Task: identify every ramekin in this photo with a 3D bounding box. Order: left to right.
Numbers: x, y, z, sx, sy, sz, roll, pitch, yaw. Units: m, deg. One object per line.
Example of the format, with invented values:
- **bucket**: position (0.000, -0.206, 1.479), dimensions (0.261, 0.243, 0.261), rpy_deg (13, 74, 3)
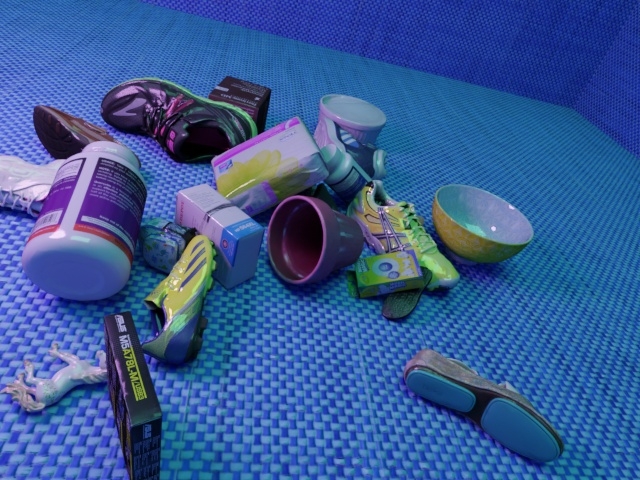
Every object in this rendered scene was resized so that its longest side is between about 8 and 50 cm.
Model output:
- **ramekin**: position (0.113, -0.456, 1.791), dimensions (0.272, 0.127, 0.273), rpy_deg (12, 37, -9)

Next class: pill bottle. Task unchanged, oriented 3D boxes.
- **pill bottle**: position (-0.457, -0.052, 0.928), dimensions (0.181, 0.182, 0.323), rpy_deg (7, 47, -15)
- **pill bottle**: position (0.068, -0.197, 1.371), dimensions (0.186, 0.112, 0.112), rpy_deg (41, 21, -36)

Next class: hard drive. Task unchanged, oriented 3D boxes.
- **hard drive**: position (0.023, -0.082, 1.269), dimensions (0.022, 0.135, 0.094), rpy_deg (-19, 28, 24)

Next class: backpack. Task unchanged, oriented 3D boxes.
- **backpack**: position (-0.341, 0.009, 1.001), dimensions (0.114, 0.105, 0.084), rpy_deg (22, 36, 8)

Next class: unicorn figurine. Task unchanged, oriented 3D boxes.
- **unicorn figurine**: position (-0.412, 0.216, 0.747), dimensions (0.111, 0.060, 0.162), rpy_deg (31, 54, 16)

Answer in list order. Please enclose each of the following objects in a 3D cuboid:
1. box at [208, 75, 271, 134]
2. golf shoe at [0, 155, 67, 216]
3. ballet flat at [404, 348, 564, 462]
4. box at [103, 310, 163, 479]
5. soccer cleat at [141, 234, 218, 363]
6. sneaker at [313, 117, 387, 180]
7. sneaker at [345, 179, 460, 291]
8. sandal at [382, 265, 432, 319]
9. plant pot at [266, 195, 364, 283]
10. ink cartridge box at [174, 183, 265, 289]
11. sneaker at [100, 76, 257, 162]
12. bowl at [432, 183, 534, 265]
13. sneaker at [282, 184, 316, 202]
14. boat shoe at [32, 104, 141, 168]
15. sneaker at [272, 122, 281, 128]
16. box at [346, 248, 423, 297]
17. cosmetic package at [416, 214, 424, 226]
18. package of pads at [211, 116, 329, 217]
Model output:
- **box**: position (-0.276, -0.426, 1.548), dimensions (0.168, 0.167, 0.203), rpy_deg (16, 36, -3)
- **golf shoe**: position (-0.656, -0.112, 1.023), dimensions (0.305, 0.115, 0.140), rpy_deg (-7, 46, -29)
- **ballet flat**: position (0.321, 0.304, 0.901), dimensions (0.315, 0.108, 0.106), rpy_deg (29, 30, 12)
- **box**: position (-0.273, 0.232, 0.662), dimensions (0.045, 0.191, 0.184), rpy_deg (-11, 44, -33)
- **soccer cleat**: position (-0.272, 0.095, 0.889), dimensions (0.121, 0.093, 0.289), rpy_deg (14, 48, -18)
- **sneaker**: position (0.114, -0.308, 1.615), dimensions (0.236, 0.130, 0.323), rpy_deg (13, 30, -24)
- **sneaker**: position (0.219, -0.015, 1.237), dimensions (0.145, 0.147, 0.384), rpy_deg (-20, 53, -43)
- **sandal**: position (0.215, 0.134, 1.114), dimensions (0.067, 0.040, 0.179), rpy_deg (31, 56, 25)
- **plant pot**: position (0.000, 0.000, 1.102), dimensions (0.180, 0.202, 0.201), rpy_deg (2, 36, -47)
- **ink cartridge box**: position (-0.234, -0.013, 1.038), dimensions (0.203, 0.148, 0.085), rpy_deg (38, 40, 24)
- **sneaker**: position (-0.434, -0.350, 1.371), dimensions (0.481, 0.186, 0.202), rpy_deg (12, 41, 1)
- **bowl**: position (0.442, -0.022, 1.334), dimensions (0.289, 0.156, 0.290), rpy_deg (12, 37, -9)
- **sneaker**: position (-0.058, -0.144, 1.309), dimensions (0.110, 0.121, 0.300), rpy_deg (4, 38, -18)
- **boat shoe**: position (-0.623, -0.255, 1.231), dimensions (0.323, 0.123, 0.120), rpy_deg (35, 33, 10)
- **sneaker**: position (-0.137, -0.371, 1.627), dimensions (0.063, 0.074, 0.170), rpy_deg (54, 21, 5)
- **box**: position (0.152, 0.081, 1.124), dimensions (0.179, 0.043, 0.105), rpy_deg (-13, 38, 5)
- **cosmetic package**: position (0.274, -0.035, 1.376), dimensions (0.060, 0.041, 0.115), rpy_deg (21, 36, 4)
- **package of pads**: position (-0.142, -0.196, 1.245), dimensions (0.296, 0.101, 0.229), rpy_deg (-27, 43, 3)
